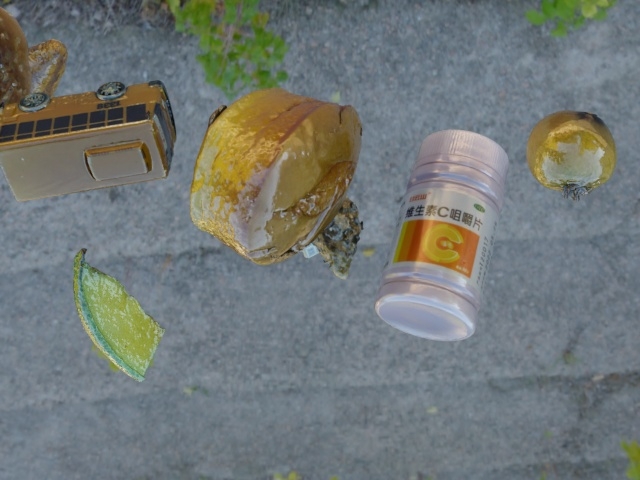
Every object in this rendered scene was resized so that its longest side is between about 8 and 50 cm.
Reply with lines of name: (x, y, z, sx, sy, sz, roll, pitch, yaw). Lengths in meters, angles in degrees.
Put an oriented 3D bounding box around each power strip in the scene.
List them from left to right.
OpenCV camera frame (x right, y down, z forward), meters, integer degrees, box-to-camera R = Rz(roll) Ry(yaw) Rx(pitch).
power strip: (0.000, 0.000, 1.549, 0.090, 0.016, 0.040, -27, 113, -20)

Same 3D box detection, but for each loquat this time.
loquat: (0.423, -0.147, 1.344, 0.163, 0.163, 0.137, 36, 142, -28)

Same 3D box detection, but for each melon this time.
melon: (-0.338, 0.124, 1.319, 0.114, 0.053, 0.261, -32, 124, -15)

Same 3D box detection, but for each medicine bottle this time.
medicine bottle: (0.161, -0.007, 1.030, 0.133, 0.249, 0.133, 16, 155, 8)

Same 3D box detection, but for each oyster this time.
oyster: (0.015, -0.014, 1.129, 0.051, 0.148, 0.103, -2, 141, -33)

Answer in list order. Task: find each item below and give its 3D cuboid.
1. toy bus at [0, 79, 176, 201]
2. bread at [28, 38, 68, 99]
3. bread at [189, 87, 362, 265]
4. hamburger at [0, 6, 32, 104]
toy bus: (-0.279, -0.121, 0.966, 0.201, 0.114, 0.098, -9, 135, -3)
bread: (-0.510, -0.271, 1.397, 0.076, 0.105, 0.233, 36, 134, -3)
bread: (-0.043, -0.082, 0.957, 0.143, 0.270, 0.195, 22, 116, 14)
hamburger: (-0.499, -0.227, 1.059, 0.146, 0.243, 0.286, 8, 126, 30)
